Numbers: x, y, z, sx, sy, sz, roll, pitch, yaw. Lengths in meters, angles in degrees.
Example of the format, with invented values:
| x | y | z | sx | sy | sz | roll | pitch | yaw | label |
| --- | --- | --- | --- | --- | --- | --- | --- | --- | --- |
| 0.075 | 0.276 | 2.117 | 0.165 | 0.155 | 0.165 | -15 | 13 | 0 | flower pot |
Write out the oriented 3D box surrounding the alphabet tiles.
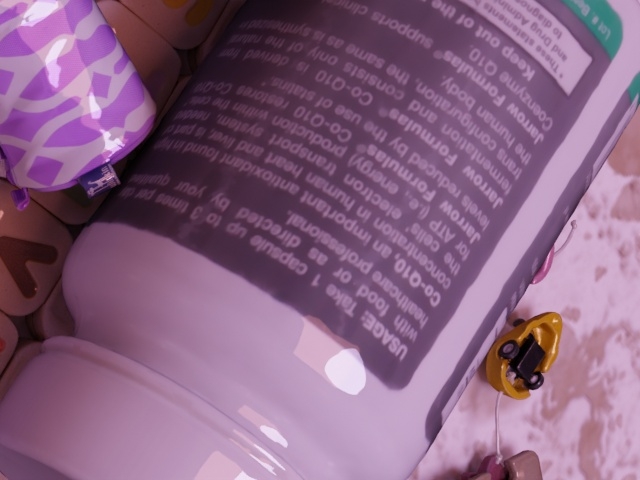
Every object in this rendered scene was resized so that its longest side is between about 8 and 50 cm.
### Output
| x | y | z | sx | sy | sz | roll | pitch | yaw | label |
| --- | --- | --- | --- | --- | --- | --- | --- | --- | --- |
| -0.115 | -0.026 | 1.044 | 0.278 | 0.021 | 0.284 | 41 | 71 | -36 | alphabet tiles |

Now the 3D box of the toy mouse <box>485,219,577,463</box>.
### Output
| x | y | z | sx | sy | sz | roll | pitch | yaw | label |
| --- | --- | --- | --- | --- | --- | --- | --- | --- | --- |
| 0.100 | 0.034 | 1.220 | 0.143 | 0.031 | 0.161 | 43 | 70 | -36 | toy mouse |

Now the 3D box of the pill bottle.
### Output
| x | y | z | sx | sy | sz | roll | pitch | yaw | label |
| --- | --- | --- | --- | --- | --- | --- | --- | --- | --- |
| 0.000 | 0.000 | 0.994 | 0.204 | 0.204 | 0.361 | 47 | 67 | -34 | pill bottle |

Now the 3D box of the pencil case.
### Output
| x | y | z | sx | sy | sz | roll | pitch | yaw | label |
| --- | --- | --- | --- | --- | --- | --- | --- | --- | --- |
| -0.159 | -0.117 | 0.943 | 0.088 | 0.086 | 0.206 | -27 | 109 | 5 | pencil case |

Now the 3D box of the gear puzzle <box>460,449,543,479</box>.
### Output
| x | y | z | sx | sy | sz | roll | pitch | yaw | label |
| --- | --- | --- | --- | --- | --- | --- | --- | --- | --- |
| 0.032 | 0.253 | 1.165 | 0.339 | 0.044 | 0.175 | -20 | 102 | -46 | gear puzzle |
